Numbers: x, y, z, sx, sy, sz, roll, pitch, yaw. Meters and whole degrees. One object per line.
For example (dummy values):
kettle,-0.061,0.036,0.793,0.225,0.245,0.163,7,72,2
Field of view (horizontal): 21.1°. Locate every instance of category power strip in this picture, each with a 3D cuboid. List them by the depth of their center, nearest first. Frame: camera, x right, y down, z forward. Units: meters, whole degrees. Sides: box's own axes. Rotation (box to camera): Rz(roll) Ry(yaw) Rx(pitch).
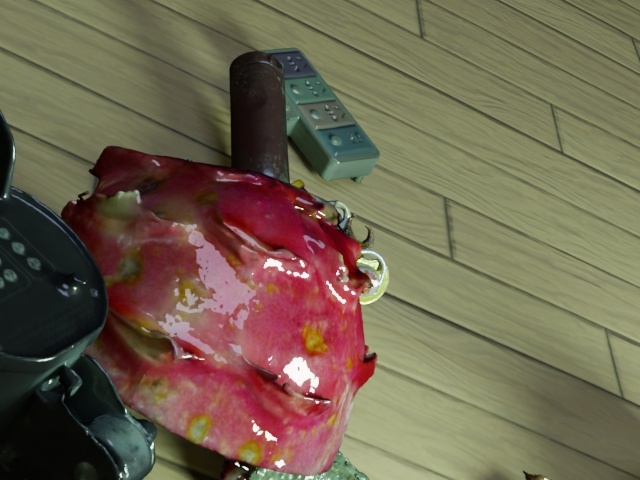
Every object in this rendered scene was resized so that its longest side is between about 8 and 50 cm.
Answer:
power strip,-0.036,-0.161,2.238,0.145,0.061,0.216,-8,51,-41

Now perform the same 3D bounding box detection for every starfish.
starfish,0.033,0.001,2.102,0.091,0.028,0.078,-11,48,-48

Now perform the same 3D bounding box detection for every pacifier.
pacifier,0.040,0.037,2.035,0.083,0.068,0.064,15,10,-29

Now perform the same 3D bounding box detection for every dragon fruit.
dragon fruit,-0.104,0.045,1.622,0.386,0.249,0.371,25,8,-40

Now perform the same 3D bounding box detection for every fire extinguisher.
fire extinguisher,-0.065,-0.112,2.086,0.089,0.072,0.268,8,50,-14

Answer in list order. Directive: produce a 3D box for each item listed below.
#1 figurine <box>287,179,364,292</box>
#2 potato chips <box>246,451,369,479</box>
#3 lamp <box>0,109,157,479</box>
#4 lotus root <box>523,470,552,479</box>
figurine,0.001,0.000,1.973,0.098,0.082,0.154,-40,86,-25
potato chips,0.024,0.279,1.682,0.228,0.059,0.167,1,54,-44
lamp,-0.320,0.082,1.406,0.374,0.272,0.205,59,31,-2
lotus root,0.249,0.307,1.858,0.073,0.062,0.150,22,35,-22
